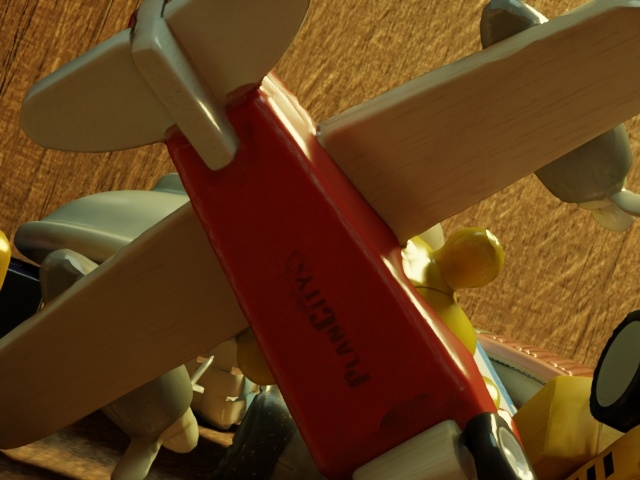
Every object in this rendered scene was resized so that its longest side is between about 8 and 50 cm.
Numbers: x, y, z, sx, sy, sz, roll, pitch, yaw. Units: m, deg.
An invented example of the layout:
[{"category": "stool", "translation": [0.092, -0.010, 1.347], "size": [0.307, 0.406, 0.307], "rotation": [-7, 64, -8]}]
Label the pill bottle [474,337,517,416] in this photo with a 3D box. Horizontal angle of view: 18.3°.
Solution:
[{"category": "pill bottle", "translation": [0.108, 0.142, 1.899], "size": [0.124, 0.124, 0.221], "rotation": [22, 33, -44]}]

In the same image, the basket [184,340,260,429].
[{"category": "basket", "translation": [-0.100, 0.055, 1.980], "size": [0.255, 0.201, 0.289], "rotation": [21, 30, 20]}]

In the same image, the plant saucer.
[{"category": "plant saucer", "translation": [-0.045, 0.027, 1.614], "size": [0.400, 0.100, 0.400], "rotation": [19, -7, 2]}]

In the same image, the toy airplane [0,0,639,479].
[{"category": "toy airplane", "translation": [0.000, 0.000, 1.197], "size": [0.386, 0.384, 0.272], "rotation": [16, 12, 10]}]

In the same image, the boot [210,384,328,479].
[{"category": "boot", "translation": [0.055, 0.189, 1.451], "size": [0.223, 0.118, 0.338], "rotation": [28, 7, 8]}]

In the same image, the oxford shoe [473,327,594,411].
[{"category": "oxford shoe", "translation": [0.274, 0.221, 1.936], "size": [0.397, 0.146, 0.140], "rotation": [33, 10, 23]}]

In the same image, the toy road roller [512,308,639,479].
[{"category": "toy road roller", "translation": [0.252, 0.230, 1.531], "size": [0.202, 0.240, 0.329], "rotation": [25, -38, -12]}]

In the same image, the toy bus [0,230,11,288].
[{"category": "toy bus", "translation": [-0.341, 0.008, 1.145], "size": [0.108, 0.130, 0.333], "rotation": [21, -1, 38]}]

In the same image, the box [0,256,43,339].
[{"category": "box", "translation": [-0.350, 0.026, 1.548], "size": [0.261, 0.103, 0.184], "rotation": [21, -3, -9]}]
